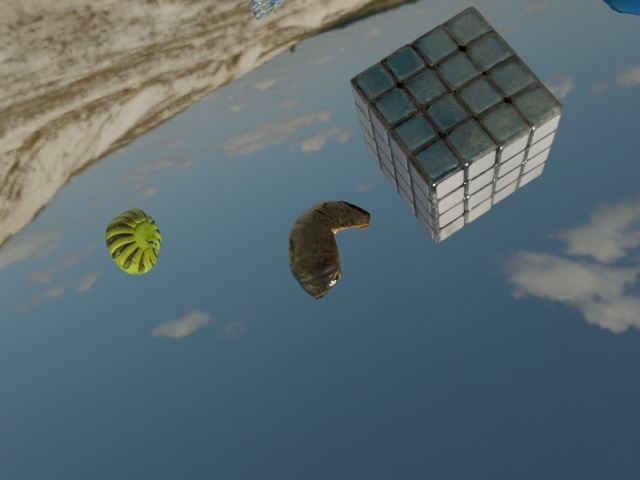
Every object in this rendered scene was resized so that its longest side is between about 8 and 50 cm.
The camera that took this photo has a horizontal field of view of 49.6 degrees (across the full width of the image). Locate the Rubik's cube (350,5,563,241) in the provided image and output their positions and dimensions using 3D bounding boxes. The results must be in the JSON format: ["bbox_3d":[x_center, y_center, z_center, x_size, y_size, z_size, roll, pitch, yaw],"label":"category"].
[{"bbox_3d":[0.310,-0.259,1.618,0.337,0.344,0.344,-33,156,-3],"label":"Rubik's cube"}]

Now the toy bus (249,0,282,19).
[{"bbox_3d":[-0.113,-0.551,1.444,0.136,0.109,0.330,-36,-169,6],"label":"toy bus"}]

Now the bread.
[{"bbox_3d":[-0.386,-0.001,1.452,0.071,0.130,0.139,-23,-155,34],"label":"bread"}]

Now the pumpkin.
[{"bbox_3d":[0.000,0.000,1.212,0.119,0.107,0.184,-16,-137,57],"label":"pumpkin"}]

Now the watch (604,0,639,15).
[{"bbox_3d":[0.414,-0.352,0.796,0.200,0.171,0.196,-26,-120,7],"label":"watch"}]
